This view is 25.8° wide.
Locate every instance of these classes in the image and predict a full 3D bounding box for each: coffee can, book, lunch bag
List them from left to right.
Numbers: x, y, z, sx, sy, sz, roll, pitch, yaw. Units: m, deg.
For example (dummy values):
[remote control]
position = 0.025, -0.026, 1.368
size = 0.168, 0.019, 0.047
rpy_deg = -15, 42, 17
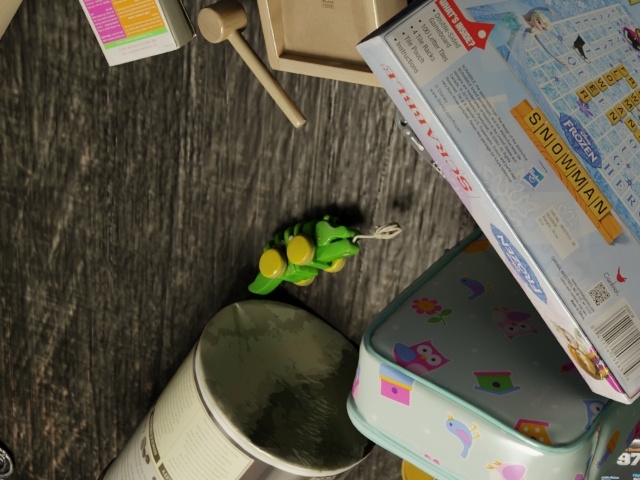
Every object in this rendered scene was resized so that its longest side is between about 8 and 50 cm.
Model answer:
[book]
position = -0.188, -0.240, 1.299
size = 0.096, 0.035, 0.144
rpy_deg = -9, 113, 34
[coffee can]
position = -0.090, 0.221, 1.415
size = 0.201, 0.201, 0.275
rpy_deg = 38, 128, 2
[lunch bag]
position = 0.164, 0.097, 1.170
size = 0.224, 0.279, 0.108
rpy_deg = 25, 127, 25

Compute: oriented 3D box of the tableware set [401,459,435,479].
[tableware set]
position = 0.114, 0.223, 1.367
size = 0.104, 0.024, 0.154
rpy_deg = -37, 56, 36

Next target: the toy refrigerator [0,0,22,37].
[toy refrigerator]
position = -0.381, -0.204, 1.373
size = 0.094, 0.102, 0.269
rpy_deg = 41, 129, -1

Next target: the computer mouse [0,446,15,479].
[computer mouse]
position = -0.516, 0.302, 1.761
size = 0.188, 0.072, 0.272
rpy_deg = 40, 128, -1

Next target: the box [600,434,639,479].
[box]
position = 0.345, 0.243, 1.303
size = 0.220, 0.051, 0.175
rpy_deg = -5, 115, 29

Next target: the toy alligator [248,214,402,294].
[toy alligator]
position = 0.000, 0.000, 1.337
size = 0.189, 0.056, 0.051
rpy_deg = -26, 64, 36

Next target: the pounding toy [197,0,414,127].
[pounding toy]
position = -0.003, -0.195, 1.200
size = 0.206, 0.094, 0.181
rpy_deg = 15, 128, 37

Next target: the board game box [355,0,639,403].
[board game box]
position = 0.242, -0.105, 1.010
size = 0.319, 0.318, 0.066
rpy_deg = 55, 169, -11

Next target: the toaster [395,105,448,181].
[toaster]
position = 0.163, -0.107, 1.127
size = 0.227, 0.146, 0.129
rpy_deg = 41, 127, -2
